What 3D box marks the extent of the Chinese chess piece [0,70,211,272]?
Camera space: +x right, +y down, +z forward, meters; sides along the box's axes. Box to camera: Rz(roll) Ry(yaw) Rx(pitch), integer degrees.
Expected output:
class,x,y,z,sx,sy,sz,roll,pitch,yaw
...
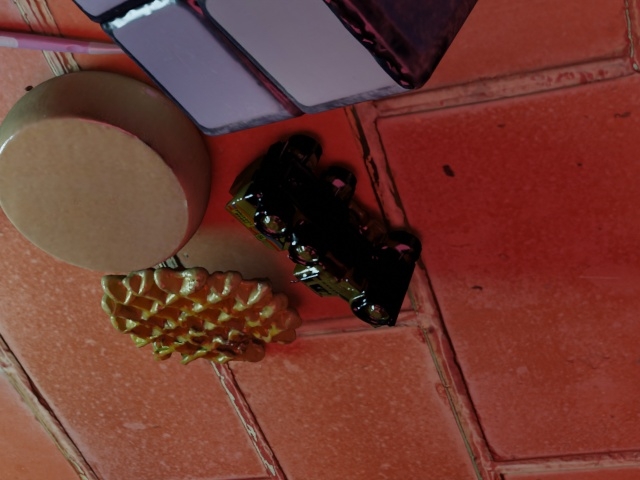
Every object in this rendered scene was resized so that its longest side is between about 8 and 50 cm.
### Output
class,x,y,z,sx,sy,sz,roll,pitch,yaw
Chinese chess piece,-0.267,-0.081,1.372,0.273,0.102,0.273,5,133,6

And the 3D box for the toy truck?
class,x,y,z,sx,sy,sz,roll,pitch,yaw
toy truck,0.004,0.000,1.377,0.257,0.127,0.127,39,142,-22

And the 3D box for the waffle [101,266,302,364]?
class,x,y,z,sx,sy,sz,roll,pitch,yaw
waffle,-0.158,0.098,1.504,0.261,0.056,0.250,2,149,10

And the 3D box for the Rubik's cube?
class,x,y,z,sx,sy,sz,roll,pitch,yaw
Rubik's cube,-0.036,-0.306,0.920,0.316,0.318,0.313,45,153,-25

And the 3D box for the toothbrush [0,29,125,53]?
class,x,y,z,sx,sy,sz,roll,pitch,yaw
toothbrush,-0.289,-0.225,1.301,0.287,0.025,0.020,7,131,7
